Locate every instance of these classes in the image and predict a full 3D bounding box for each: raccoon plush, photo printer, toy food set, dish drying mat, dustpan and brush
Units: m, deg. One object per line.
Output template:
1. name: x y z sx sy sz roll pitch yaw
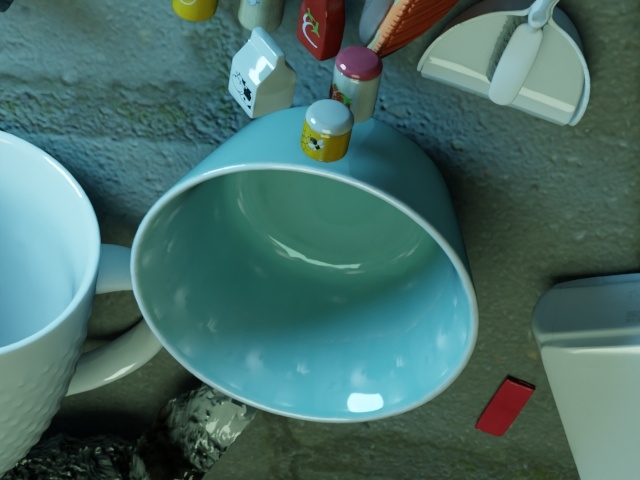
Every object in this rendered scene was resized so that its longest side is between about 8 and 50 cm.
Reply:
1. raccoon plush: -0.301 0.219 2.099 0.299 0.216 0.446 40 102 -3
2. photo printer: 0.355 0.167 1.854 0.256 0.107 0.307 -5 131 20
3. toy food set: -0.025 -0.179 1.609 0.111 0.232 0.104 -18 142 -27
4. dish drying mat: 0.185 0.168 1.974 0.032 0.008 0.083 22 134 -6
5. dustpan and brush: 0.171 -0.172 1.620 0.147 0.060 0.211 19 135 -2

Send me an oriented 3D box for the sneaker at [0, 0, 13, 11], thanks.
1. sneaker: -0.378 -0.280 1.646 0.283 0.110 0.122 35 147 -32

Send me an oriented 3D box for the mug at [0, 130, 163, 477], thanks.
1. mug: -0.321 0.088 1.894 0.374 0.276 0.328 -6 145 -20

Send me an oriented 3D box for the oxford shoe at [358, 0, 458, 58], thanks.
1. oxford shoe: 0.079 -0.251 1.573 0.098 0.097 0.271 47 143 16

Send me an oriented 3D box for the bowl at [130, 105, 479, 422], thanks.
1. bowl: 0.000 0.000 1.761 0.311 0.163 0.311 8 135 9
